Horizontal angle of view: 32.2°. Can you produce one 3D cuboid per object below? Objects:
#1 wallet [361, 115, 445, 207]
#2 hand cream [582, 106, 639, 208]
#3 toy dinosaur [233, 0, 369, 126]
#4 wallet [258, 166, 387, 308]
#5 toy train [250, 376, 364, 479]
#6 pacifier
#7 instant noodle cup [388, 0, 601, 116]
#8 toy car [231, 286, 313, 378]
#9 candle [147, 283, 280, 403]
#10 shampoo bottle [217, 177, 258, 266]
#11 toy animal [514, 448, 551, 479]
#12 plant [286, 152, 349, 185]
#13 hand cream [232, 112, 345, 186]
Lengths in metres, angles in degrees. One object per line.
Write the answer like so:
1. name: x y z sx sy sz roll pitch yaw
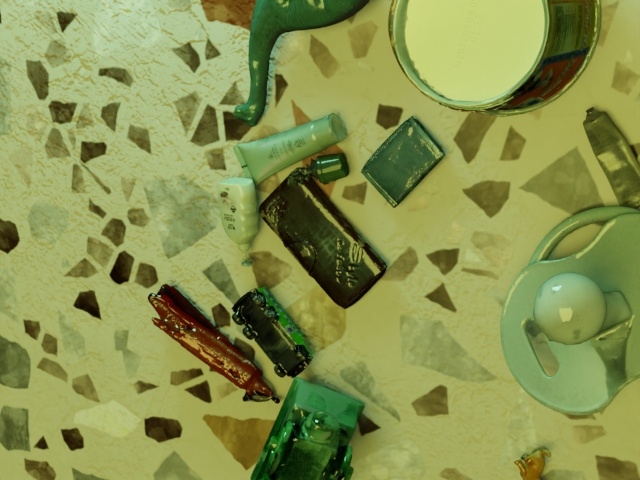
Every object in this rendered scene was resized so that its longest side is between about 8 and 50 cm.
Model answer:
1. wallet: 0.131 -0.125 1.760 0.088 0.026 0.129 49 118 11
2. hand cream: 0.433 -0.121 1.626 0.057 0.037 0.165 -27 98 27
3. toy dinosaur: 0.010 -0.344 1.736 0.383 0.129 0.331 0 113 23
4. wallet: 0.000 0.000 1.848 0.232 0.031 0.122 48 117 8
5. toy train: -0.032 0.381 1.850 0.145 0.202 0.266 22 112 -3
6. pacifier: 0.382 0.088 1.573 0.343 0.269 0.288 -34 66 24
7. instant noodle cup: 0.234 -0.305 1.563 0.296 0.214 0.297 6 106 22
8. toy car: -0.078 0.158 1.905 0.071 0.062 0.165 -42 84 28
9. candle: -0.188 0.190 1.967 0.301 0.084 0.059 39 147 4
10. shampoo bottle: -0.137 -0.029 1.892 0.077 0.045 0.152 10 115 42
11. toy animal: 0.350 0.379 1.771 0.081 0.060 0.083 -30 81 29
12. plant: -0.007 -0.112 1.810 0.102 0.051 0.051 -13 97 16
13. hand cream: -0.053 -0.152 1.827 0.204 0.050 0.078 -19 100 32
